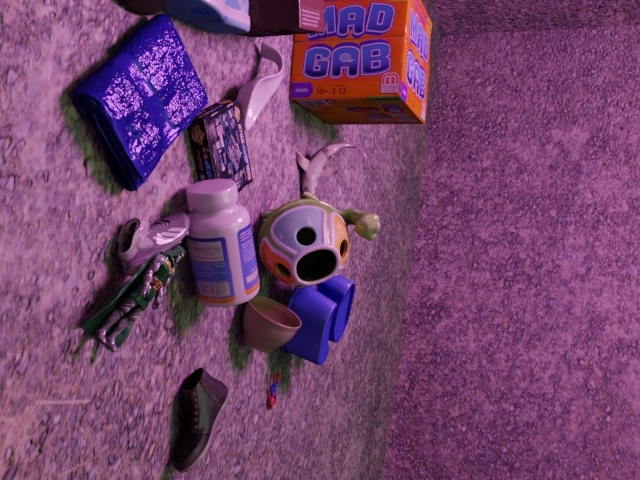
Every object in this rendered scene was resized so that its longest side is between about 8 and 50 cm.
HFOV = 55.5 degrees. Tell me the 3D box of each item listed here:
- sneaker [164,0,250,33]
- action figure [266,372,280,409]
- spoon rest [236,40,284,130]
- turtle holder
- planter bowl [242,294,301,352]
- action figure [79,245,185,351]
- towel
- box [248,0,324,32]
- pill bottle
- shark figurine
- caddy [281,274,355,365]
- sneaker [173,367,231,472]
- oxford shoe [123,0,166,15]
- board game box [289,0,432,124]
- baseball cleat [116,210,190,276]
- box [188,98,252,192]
[{"bbox_3d":[-0.244,-0.576,1.308,0.319,0.127,0.208,-31,124,-76],"label":"sneaker"},{"bbox_3d":[-0.146,0.463,1.862,0.038,0.030,0.115,-5,103,-63],"label":"action figure"},{"bbox_3d":[-0.154,-0.405,1.595,0.137,0.084,0.276,104,0,-60],"label":"spoon rest"},{"bbox_3d":[-0.009,0.017,1.715,0.227,0.321,0.243,-121,-142,-58],"label":"turtle holder"},{"bbox_3d":[-0.149,0.238,1.673,0.109,0.162,0.162,-61,162,11],"label":"planter bowl"},{"bbox_3d":[-0.340,0.100,1.163,0.232,0.064,0.137,-55,159,-20],"label":"action figure"},{"bbox_3d":[-0.331,-0.274,1.191,0.227,0.076,0.308,74,28,-43],"label":"towel"},{"bbox_3d":[-0.114,-0.605,1.525,0.168,0.203,0.166,-32,123,-64],"label":"box"},{"bbox_3d":[-0.230,0.003,1.396,0.152,0.152,0.271,-47,136,-59],"label":"pill bottle"},{"bbox_3d":[0.017,-0.274,2.027,0.166,0.278,0.116,53,-5,-18],"label":"shark figurine"},{"bbox_3d":[-0.025,0.229,1.920,0.241,0.179,0.341,-48,155,-43],"label":"caddy"},{"bbox_3d":[-0.301,0.411,1.407,0.118,0.083,0.222,54,45,-37],"label":"sneaker"},{"bbox_3d":[-0.353,-0.491,1.117,0.076,0.076,0.212,65,8,16],"label":"oxford shoe"},{"bbox_3d":[0.144,-0.590,1.980,0.356,0.357,0.356,9,85,-69],"label":"board game box"},{"bbox_3d":[-0.334,-0.018,1.232,0.205,0.072,0.109,-64,150,-47],"label":"baseball cleat"},{"bbox_3d":[-0.239,-0.214,1.475,0.175,0.051,0.220,-53,141,-55],"label":"box"}]
